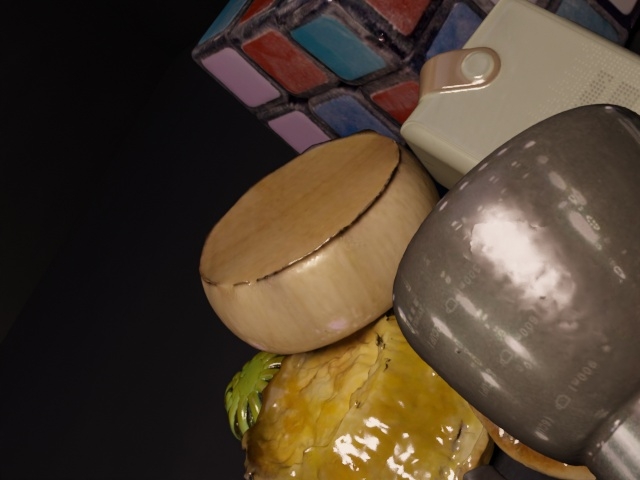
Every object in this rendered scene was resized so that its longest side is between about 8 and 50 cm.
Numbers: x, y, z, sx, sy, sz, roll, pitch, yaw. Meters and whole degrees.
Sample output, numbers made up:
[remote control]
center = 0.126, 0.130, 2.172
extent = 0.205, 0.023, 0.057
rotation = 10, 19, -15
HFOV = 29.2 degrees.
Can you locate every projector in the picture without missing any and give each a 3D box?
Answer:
[projector]
center = 0.207, -0.104, 1.142
extent = 0.242, 0.163, 0.177
rotation = 34, 84, 32

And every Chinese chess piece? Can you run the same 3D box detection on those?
[Chinese chess piece]
center = 0.000, 0.000, 1.242
extent = 0.257, 0.104, 0.257
rotation = -29, 24, 14

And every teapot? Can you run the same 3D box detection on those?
[teapot]
center = 0.185, 0.105, 0.811
extent = 0.305, 0.223, 0.285
rotation = -50, 61, 18

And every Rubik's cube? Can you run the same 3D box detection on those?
[Rubik's cube]
center = 0.122, -0.259, 1.448
extent = 0.359, 0.362, 0.363
rotation = -7, 49, 60

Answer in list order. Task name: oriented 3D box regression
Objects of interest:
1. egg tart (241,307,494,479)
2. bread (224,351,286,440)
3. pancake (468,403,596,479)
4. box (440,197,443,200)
[egg tart]
center = 0.040, 0.177, 1.191
extent = 0.345, 0.132, 0.345
rotation = -41, 22, 21
[bread]
center = -0.068, 0.188, 1.501
extent = 0.130, 0.071, 0.139
rotation = -35, 25, 29
[pancake]
center = 0.216, 0.058, 0.969
extent = 0.282, 0.049, 0.282
rotation = -12, 73, 45
[box]
center = 0.143, 0.000, 1.308
extent = 0.111, 0.111, 0.177
rotation = -59, 21, -21
